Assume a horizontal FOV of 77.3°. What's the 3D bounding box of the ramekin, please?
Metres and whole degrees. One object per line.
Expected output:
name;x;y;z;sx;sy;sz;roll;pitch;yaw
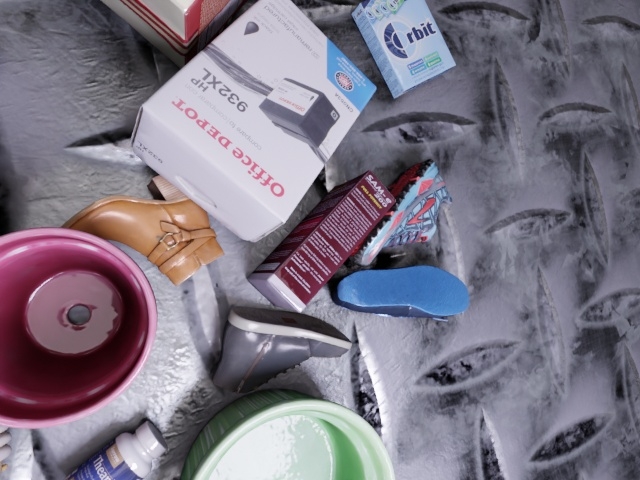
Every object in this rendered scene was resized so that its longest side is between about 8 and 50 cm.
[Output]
ramekin;-0.058;0.367;0.576;0.304;0.148;0.303;2;84;-24

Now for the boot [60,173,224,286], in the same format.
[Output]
boot;-0.248;0.003;0.571;0.197;0.073;0.152;-32;98;-23

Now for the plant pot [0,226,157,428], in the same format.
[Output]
plant pot;-0.305;0.092;0.479;0.202;0.180;0.201;2;84;-24

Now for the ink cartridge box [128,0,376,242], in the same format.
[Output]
ink cartridge box;-0.086;-0.187;0.604;0.223;0.129;0.307;40;61;-16

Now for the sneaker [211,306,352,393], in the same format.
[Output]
sneaker;-0.060;0.182;0.645;0.222;0.083;0.118;17;97;-28

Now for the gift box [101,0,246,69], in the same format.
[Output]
gift box;-0.210;-0.439;0.539;0.258;0.255;0.276;37;78;-18

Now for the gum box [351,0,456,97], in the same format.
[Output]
gum box;0.171;-0.405;0.810;0.157;0.041;0.184;-33;99;-22

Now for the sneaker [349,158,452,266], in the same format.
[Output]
sneaker;0.161;-0.033;0.736;0.262;0.104;0.125;-46;105;-20

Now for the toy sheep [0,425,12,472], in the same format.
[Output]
toy sheep;-0.419;0.236;0.470;0.091;0.091;0.132;-27;91;-23

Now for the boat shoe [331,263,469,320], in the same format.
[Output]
boat shoe;0.144;0.090;0.729;0.259;0.089;0.108;11;67;-17

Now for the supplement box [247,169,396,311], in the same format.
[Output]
supplement box;0.000;0.000;0.648;0.073;0.130;0.239;47;70;-13

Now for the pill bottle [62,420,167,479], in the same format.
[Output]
pill bottle;-0.271;0.304;0.534;0.120;0.067;0.067;-37;100;-22
